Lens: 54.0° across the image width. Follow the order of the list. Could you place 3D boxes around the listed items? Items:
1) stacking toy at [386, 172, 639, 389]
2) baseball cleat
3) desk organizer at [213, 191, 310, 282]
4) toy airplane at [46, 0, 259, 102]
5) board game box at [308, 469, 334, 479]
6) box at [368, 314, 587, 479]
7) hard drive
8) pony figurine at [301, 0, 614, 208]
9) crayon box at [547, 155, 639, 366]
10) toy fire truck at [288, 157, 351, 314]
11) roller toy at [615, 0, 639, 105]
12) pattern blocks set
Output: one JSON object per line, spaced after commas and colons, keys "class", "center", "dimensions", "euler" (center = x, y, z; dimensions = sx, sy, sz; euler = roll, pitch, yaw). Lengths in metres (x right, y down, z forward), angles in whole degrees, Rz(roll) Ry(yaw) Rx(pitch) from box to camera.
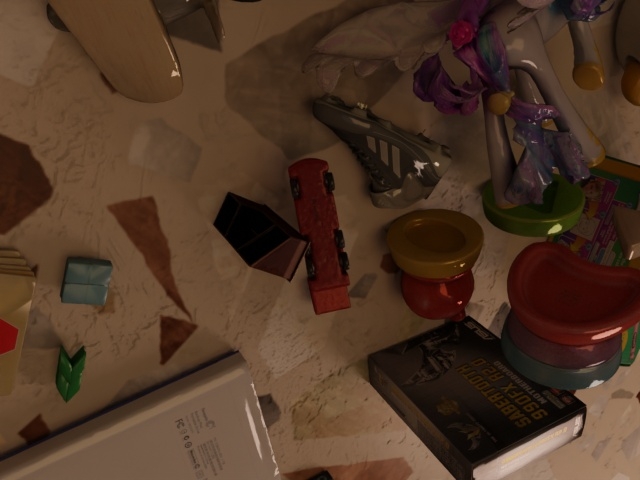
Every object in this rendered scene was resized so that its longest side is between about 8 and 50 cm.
{"class": "stacking toy", "center": [0.270, 0.045, 0.795], "dimensions": [0.279, 0.309, 0.131], "euler": [-29, 130, -28]}
{"class": "baseball cleat", "center": [0.067, -0.095, 0.740], "dimensions": [0.205, 0.072, 0.110], "euler": [17, 108, -29]}
{"class": "desk organizer", "center": [-0.066, -0.007, 0.666], "dimensions": [0.050, 0.130, 0.047], "euler": [21, 100, -32]}
{"class": "toy airplane", "center": [-0.190, -0.289, 0.418], "dimensions": [0.384, 0.386, 0.273], "euler": [24, 54, -26]}
{"class": "board game box", "center": [-0.056, 0.427, 0.915], "dimensions": [0.186, 0.026, 0.126], "euler": [-21, 119, -20]}
{"class": "box", "center": [0.200, 0.205, 0.841], "dimensions": [0.183, 0.231, 0.056], "euler": [-17, 121, -21]}
{"class": "hard drive", "center": [-0.216, 0.287, 0.759], "dimensions": [0.318, 0.040, 0.210], "euler": [-22, 120, -20]}
{"class": "pony figurine", "center": [0.195, -0.220, 0.670], "dimensions": [0.351, 0.302, 0.364], "euler": [-56, 128, -38]}
{"class": "crayon box", "center": [0.425, 0.023, 0.930], "dimensions": [0.081, 0.165, 0.279], "euler": [10, 105, -31]}
{"class": "toy fire truck", "center": [0.000, 0.000, 0.722], "dimensions": [0.047, 0.135, 0.192], "euler": [-11, 99, -2]}
{"class": "roller toy", "center": [0.516, -0.294, 0.861], "dimensions": [0.191, 0.146, 0.209], "euler": [-17, 123, -12]}
{"class": "pattern blocks set", "center": [-0.376, 0.079, 0.591], "dimensions": [0.324, 0.026, 0.286], "euler": [19, 100, -34]}
